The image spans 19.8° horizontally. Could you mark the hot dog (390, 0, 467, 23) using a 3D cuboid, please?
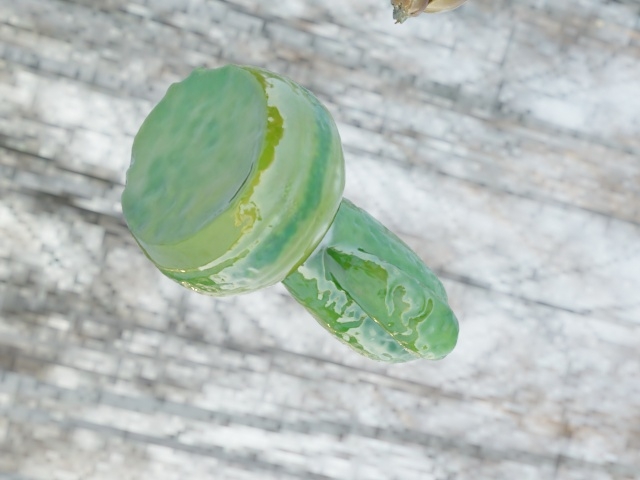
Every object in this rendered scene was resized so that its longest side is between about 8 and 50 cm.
[{"bbox_3d":[0.093,-0.234,1.088,0.062,0.092,0.235,18,-95,66],"label":"hot dog"}]

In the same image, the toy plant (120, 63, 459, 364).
[{"bbox_3d":[0.000,0.000,1.510,0.184,0.316,0.224,-54,-137,2],"label":"toy plant"}]
